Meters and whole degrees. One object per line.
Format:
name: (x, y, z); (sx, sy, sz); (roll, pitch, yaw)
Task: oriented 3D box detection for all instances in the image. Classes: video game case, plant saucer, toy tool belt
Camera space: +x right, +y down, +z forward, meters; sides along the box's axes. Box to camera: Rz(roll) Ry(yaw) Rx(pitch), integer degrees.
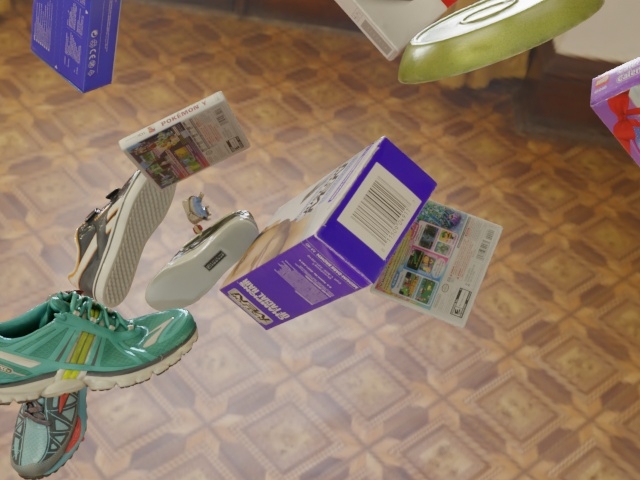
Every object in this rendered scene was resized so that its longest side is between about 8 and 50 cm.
video game case: (0.165, 0.027, 1.365); (0.143, 0.019, 0.157); (21, 81, 12)
plant saucer: (0.193, -0.241, 1.072); (0.241, 0.037, 0.241); (-21, 18, 7)
toy tool belt: (-0.257, -0.059, 2.035); (0.051, 0.052, 0.083); (-30, 67, 13)
video game case: (-0.221, -0.161, 1.600); (0.184, 0.201, 0.023); (-26, 72, 0)

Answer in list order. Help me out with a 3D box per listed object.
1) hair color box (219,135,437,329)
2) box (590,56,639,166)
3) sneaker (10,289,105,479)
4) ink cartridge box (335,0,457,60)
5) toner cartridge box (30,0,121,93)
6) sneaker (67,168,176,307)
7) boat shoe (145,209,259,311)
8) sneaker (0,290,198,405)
hair color box: (0.000, 0.000, 1.349); (0.110, 0.339, 0.185); (40, 61, -10)
box: (0.490, -0.122, 1.149); (0.293, 0.201, 0.057); (42, 44, -27)
sneaker: (-0.374, 0.187, 1.296); (0.104, 0.125, 0.261); (3, 64, 19)
ink cartridge box: (0.129, -0.532, 1.807); (0.261, 0.066, 0.296); (-43, 92, -16)
toner cartridge box: (-0.441, -0.457, 1.740); (0.165, 0.347, 0.075); (40, 46, 22)
sneaker: (-0.405, -0.034, 1.915); (0.128, 0.126, 0.321); (19, 78, 27)
boat shoe: (-0.191, 0.033, 1.554); (0.219, 0.077, 0.070); (-36, 25, 6)
sneaker: (-0.268, 0.110, 1.078); (0.275, 0.109, 0.107); (-8, 16, -27)
